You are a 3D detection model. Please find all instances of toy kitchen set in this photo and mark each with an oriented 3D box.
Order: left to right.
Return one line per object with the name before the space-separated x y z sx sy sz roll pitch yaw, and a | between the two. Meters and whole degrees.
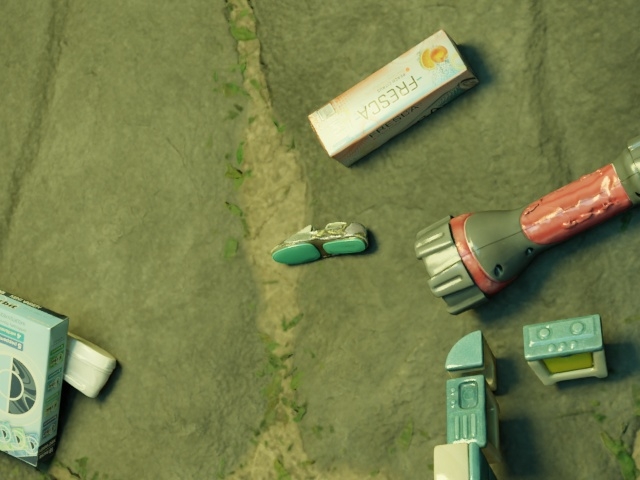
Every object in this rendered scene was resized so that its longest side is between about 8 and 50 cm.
toy kitchen set | 0.207 0.175 1.588 0.166 0.122 0.207 -10 56 17

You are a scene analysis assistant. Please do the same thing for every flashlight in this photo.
flashlight | 0.250 -0.028 1.650 0.304 0.103 0.103 -27 39 18

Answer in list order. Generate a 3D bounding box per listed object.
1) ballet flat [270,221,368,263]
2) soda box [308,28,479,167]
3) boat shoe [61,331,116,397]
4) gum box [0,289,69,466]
ballet flat | 0.000 0.000 1.776 0.114 0.041 0.041 -9 78 17
soda box | 0.081 -0.156 1.757 0.183 0.063 0.058 -32 72 12
boat shoe | -0.327 0.127 1.853 0.184 0.066 0.063 25 88 12
gum box | -0.373 0.149 1.829 0.157 0.041 0.184 20 117 21
